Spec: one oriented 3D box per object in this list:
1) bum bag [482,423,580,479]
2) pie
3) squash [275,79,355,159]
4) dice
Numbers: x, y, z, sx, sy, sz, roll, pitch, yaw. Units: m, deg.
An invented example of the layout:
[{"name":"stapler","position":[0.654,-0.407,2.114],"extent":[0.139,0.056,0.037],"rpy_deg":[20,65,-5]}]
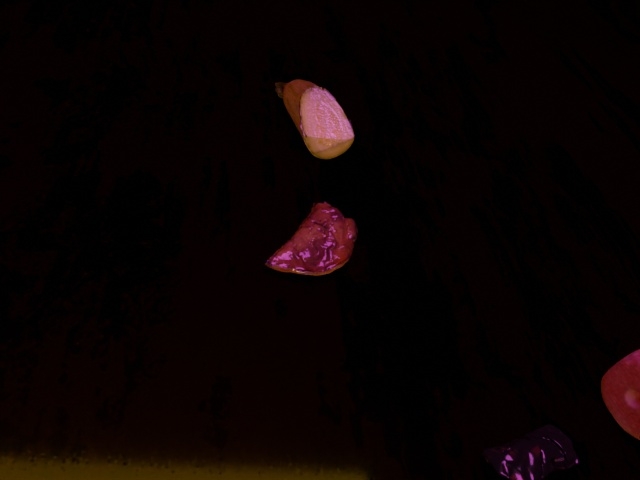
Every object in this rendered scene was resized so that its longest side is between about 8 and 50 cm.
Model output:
[{"name":"bum bag","position":[0.235,0.236,0.646],"extent":[0.125,0.034,0.058],"rpy_deg":[-10,37,-32]},{"name":"pie","position":[0.000,0.000,0.791],"extent":[0.092,0.034,0.170],"rpy_deg":[23,40,6]},{"name":"squash","position":[-0.023,-0.227,0.991],"extent":[0.090,0.075,0.200],"rpy_deg":[-26,55,-11]},{"name":"dice","position":[0.419,0.189,0.733],"extent":[0.091,0.093,0.094],"rpy_deg":[-4,49,-27]}]
